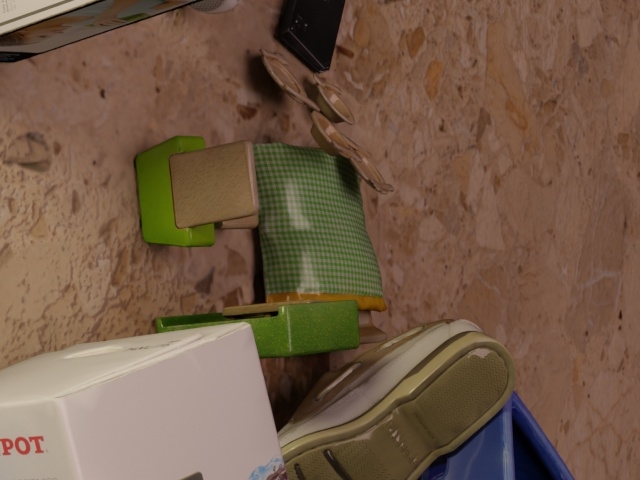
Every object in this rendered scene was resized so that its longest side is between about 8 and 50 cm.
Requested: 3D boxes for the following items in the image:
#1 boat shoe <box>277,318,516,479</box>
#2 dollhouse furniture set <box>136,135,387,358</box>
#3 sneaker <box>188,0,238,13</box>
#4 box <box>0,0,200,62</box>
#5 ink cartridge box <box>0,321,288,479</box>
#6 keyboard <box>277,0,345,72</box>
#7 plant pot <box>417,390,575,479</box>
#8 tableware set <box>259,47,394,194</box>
[{"bbox_3d":[0.030,0.176,1.275,0.302,0.103,0.113,-31,114,-11],"label":"boat shoe"},{"bbox_3d":[0.000,0.000,1.289,0.301,0.151,0.197,-2,84,-52],"label":"dollhouse furniture set"},{"bbox_3d":[-0.092,-0.341,1.279,0.115,0.105,0.281,-3,85,-52],"label":"sneaker"},{"bbox_3d":[-0.169,-0.238,1.016,0.087,0.290,0.169,-7,87,-53],"label":"box"},{"bbox_3d":[-0.149,0.216,1.022,0.197,0.198,0.270,-19,97,-51],"label":"ink cartridge box"},{"bbox_3d":[-0.009,-0.268,1.439,0.108,0.023,0.180,42,51,-46],"label":"keyboard"},{"bbox_3d":[0.128,0.308,1.310,0.236,0.212,0.236,56,25,-30],"label":"plant pot"},{"bbox_3d":[0.009,-0.115,1.373,0.141,0.020,0.168,25,29,-58],"label":"tableware set"}]
